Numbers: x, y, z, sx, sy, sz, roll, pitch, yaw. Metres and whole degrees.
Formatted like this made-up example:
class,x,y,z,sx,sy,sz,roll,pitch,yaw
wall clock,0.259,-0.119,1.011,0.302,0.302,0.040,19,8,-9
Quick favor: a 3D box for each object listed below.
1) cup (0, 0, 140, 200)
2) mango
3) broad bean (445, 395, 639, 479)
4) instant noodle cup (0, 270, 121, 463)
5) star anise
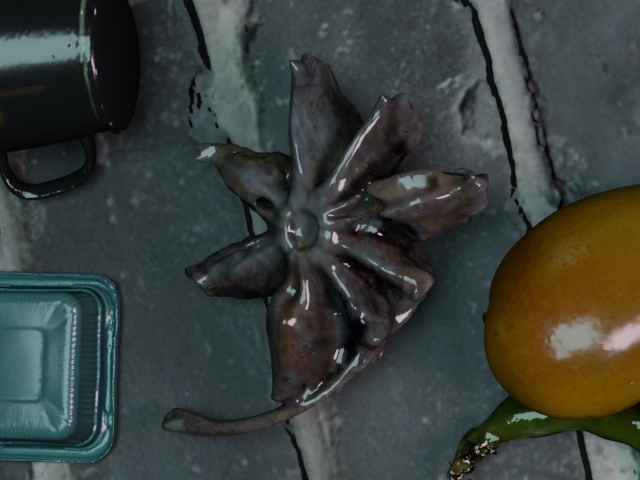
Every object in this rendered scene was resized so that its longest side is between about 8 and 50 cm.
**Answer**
class,x,y,z,sx,sy,sz,roll,pitch,yaw
cup,-0.255,-0.144,1.761,0.176,0.169,0.223,-5,118,8
mango,0.246,0.040,1.593,0.254,0.139,0.175,-36,61,-12
broad bean,0.257,0.189,1.606,0.292,0.049,0.144,19,71,27
instant noodle cup,-0.269,0.116,1.774,0.157,0.070,0.179,0,84,14
star anise,0.000,0.000,1.689,0.359,0.139,0.316,-14,73,30
